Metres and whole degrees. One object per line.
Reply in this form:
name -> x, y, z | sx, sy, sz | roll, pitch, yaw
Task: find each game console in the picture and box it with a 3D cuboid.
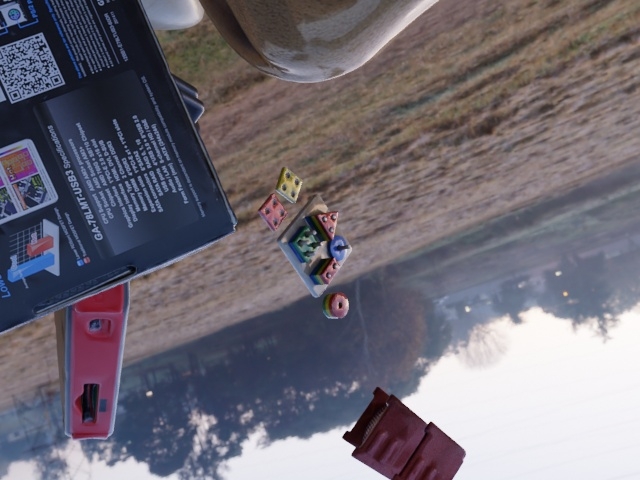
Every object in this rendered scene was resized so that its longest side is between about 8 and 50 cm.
game console -> -0.286, 0.020, 0.774 | 0.060, 0.342, 0.386 | -3, 141, -24

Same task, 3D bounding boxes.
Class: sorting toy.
sorting toy -> 0.000, 0.000, 1.136 | 0.046, 0.274, 0.132 | -7, -145, 43

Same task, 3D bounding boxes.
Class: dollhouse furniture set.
dollhouse furniture set -> 0.064, 0.443, 1.077 | 0.374, 0.152, 0.201 | -54, 177, -11

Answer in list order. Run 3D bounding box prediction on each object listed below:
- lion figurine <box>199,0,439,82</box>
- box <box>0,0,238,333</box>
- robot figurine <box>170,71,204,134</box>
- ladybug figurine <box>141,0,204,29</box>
lion figurine -> 0.052, -0.187, 0.363 | 0.392, 0.240, 0.142 | -26, 174, 42
box -> -0.232, -0.080, 0.320 | 0.293, 0.295, 0.073 | -24, -175, -8
robot figurine -> -0.357, -0.209, 1.344 | 0.278, 0.173, 0.209 | -48, -176, 18
ladybug figurine -> -0.326, -0.498, 0.933 | 0.162, 0.449, 0.305 | -27, -145, 1
